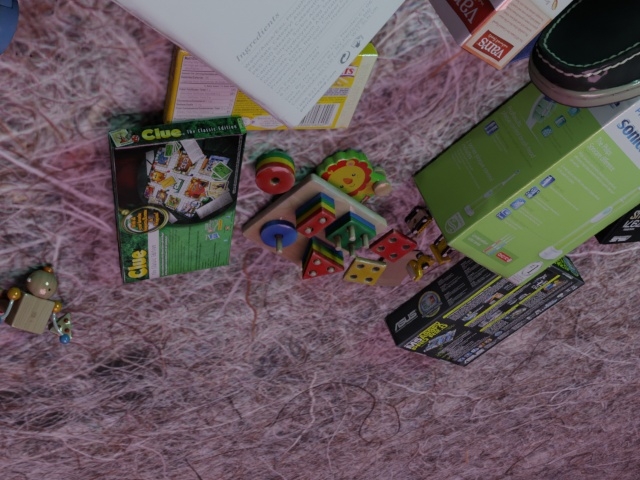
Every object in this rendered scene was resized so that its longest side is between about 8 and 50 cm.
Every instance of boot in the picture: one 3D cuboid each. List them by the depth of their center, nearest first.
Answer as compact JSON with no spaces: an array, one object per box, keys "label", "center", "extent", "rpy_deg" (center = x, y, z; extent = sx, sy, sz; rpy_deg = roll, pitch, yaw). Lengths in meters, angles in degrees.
[{"label":"boot","center":[0.342,-0.308,0.673],"extent":[0.377,0.138,0.284],"rpy_deg":[-31,145,-4]}]

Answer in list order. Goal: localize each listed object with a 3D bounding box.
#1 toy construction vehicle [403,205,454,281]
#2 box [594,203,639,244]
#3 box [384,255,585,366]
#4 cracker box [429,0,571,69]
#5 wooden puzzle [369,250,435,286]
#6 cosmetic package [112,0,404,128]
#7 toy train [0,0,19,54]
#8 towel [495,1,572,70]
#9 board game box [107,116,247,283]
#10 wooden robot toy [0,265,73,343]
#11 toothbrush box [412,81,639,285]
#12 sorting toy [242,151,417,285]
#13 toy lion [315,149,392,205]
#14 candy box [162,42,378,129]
[{"label":"toy construction vehicle","center":[0.148,0.003,1.054],"extent":[0.035,0.086,0.098],"rpy_deg":[-1,140,-37]},{"label":"box","center":[0.505,-0.073,1.151],"extent":[0.180,0.078,0.147],"rpy_deg":[-3,142,-25]},{"label":"box","center":[0.274,0.101,1.277],"extent":[0.270,0.060,0.216],"rpy_deg":[-41,140,25]},{"label":"cracker box","center":[0.179,-0.279,0.626],"extent":[0.067,0.156,0.232],"rpy_deg":[14,132,-43]},{"label":"wooden puzzle","center":[0.111,0.040,1.147],"extent":[0.116,0.014,0.078],"rpy_deg":[12,129,-39]},{"label":"cosmetic package","center":[-0.088,-0.211,0.448],"extent":[0.138,0.224,0.224],"rpy_deg":[-49,158,9]},{"label":"toy train","center":[-0.240,-0.232,0.521],"extent":[0.248,0.105,0.143],"rpy_deg":[-43,151,28]},{"label":"towel","center":[0.239,-0.231,0.836],"extent":[0.119,0.029,0.067],"rpy_deg":[-17,144,-6]},{"label":"board game box","center":[-0.161,-0.037,0.859],"extent":[0.136,0.030,0.260],"rpy_deg":[-11,150,-19]},{"label":"wooden robot toy","center":[-0.347,0.061,0.903],"extent":[0.173,0.076,0.079],"rpy_deg":[29,86,-48]},{"label":"toothbrush box","center":[0.297,-0.088,0.978],"extent":[0.283,0.122,0.206],"rpy_deg":[-39,142,24]},{"label":"sorting toy","center":[0.000,0.000,0.961],"extent":[0.274,0.046,0.132],"rpy_deg":[30,130,-35]},{"label":"toy lion","center":[0.031,-0.067,0.947],"extent":[0.096,0.034,0.100],"rpy_deg":[16,131,-32]},{"label":"candy box","center":[-0.051,-0.156,0.780],"extent":[0.205,0.027,0.105],"rpy_deg":[-4,142,-24]}]
